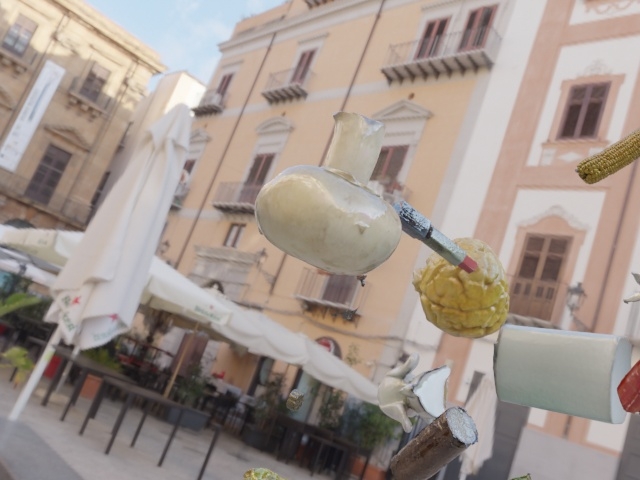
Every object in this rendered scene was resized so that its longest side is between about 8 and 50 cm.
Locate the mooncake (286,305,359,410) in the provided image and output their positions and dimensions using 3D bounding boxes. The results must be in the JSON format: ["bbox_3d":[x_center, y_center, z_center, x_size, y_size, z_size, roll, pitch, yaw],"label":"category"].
[{"bbox_3d":[-0.002,0.319,1.683,0.057,0.347,0.150,33,30,19],"label":"mooncake"}]

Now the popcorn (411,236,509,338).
[{"bbox_3d":[0.552,0.186,2.353,0.344,0.390,0.354,-16,-29,-8],"label":"popcorn"}]

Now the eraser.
[{"bbox_3d":[0.542,0.296,1.386,0.104,0.189,0.290,16,-11,-37],"label":"eraser"}]

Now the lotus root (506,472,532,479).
[{"bbox_3d":[0.501,0.718,1.563,0.186,0.186,0.186,19,-13,5],"label":"lotus root"}]

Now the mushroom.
[{"bbox_3d":[0.033,-0.105,1.257,0.314,0.336,0.314,17,-2,1],"label":"mushroom"}]

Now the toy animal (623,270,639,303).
[{"bbox_3d":[0.698,0.110,1.235,0.085,0.071,0.124,9,3,-19],"label":"toy animal"}]

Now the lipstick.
[{"bbox_3d":[0.304,0.003,1.580,0.312,0.051,0.051,35,-24,-24],"label":"lipstick"}]

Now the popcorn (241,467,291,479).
[{"bbox_3d":[-0.117,0.689,1.472,0.173,0.225,0.286,12,-25,43],"label":"popcorn"}]

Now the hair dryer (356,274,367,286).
[{"bbox_3d":[0.111,0.051,1.806,0.117,0.182,0.064,-16,-20,2],"label":"hair dryer"}]

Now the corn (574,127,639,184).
[{"bbox_3d":[1.059,-0.306,2.144,0.313,0.102,0.102,-33,-41,23],"label":"corn"}]

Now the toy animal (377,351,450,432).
[{"bbox_3d":[0.310,0.537,2.088,0.174,0.249,0.289,21,-47,-21],"label":"toy animal"}]

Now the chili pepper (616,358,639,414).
[{"bbox_3d":[0.581,0.230,1.068,0.065,0.088,0.169,18,-40,18],"label":"chili pepper"}]

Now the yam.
[{"bbox_3d":[0.322,0.604,1.758,0.131,0.280,0.131,32,26,-18],"label":"yam"}]
